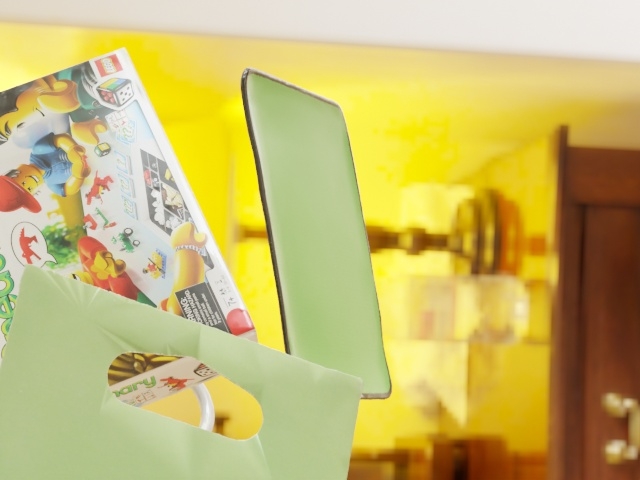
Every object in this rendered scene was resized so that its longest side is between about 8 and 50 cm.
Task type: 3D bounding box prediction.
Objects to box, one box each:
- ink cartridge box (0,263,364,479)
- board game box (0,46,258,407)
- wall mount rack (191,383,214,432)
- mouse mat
[{"bbox_3d":[-0.060,0.137,0.689,0.056,0.171,0.235,-26,48,58],"label":"ink cartridge box"},{"bbox_3d":[-0.192,-0.002,1.400,0.053,0.193,0.305,84,162,-57],"label":"board game box"},{"bbox_3d":[-0.237,0.076,1.471,0.130,0.350,0.304,-56,6,38],"label":"wall mount rack"},{"bbox_3d":[0.000,0.000,1.026,0.152,0.007,0.190,13,-113,-66],"label":"mouse mat"}]
